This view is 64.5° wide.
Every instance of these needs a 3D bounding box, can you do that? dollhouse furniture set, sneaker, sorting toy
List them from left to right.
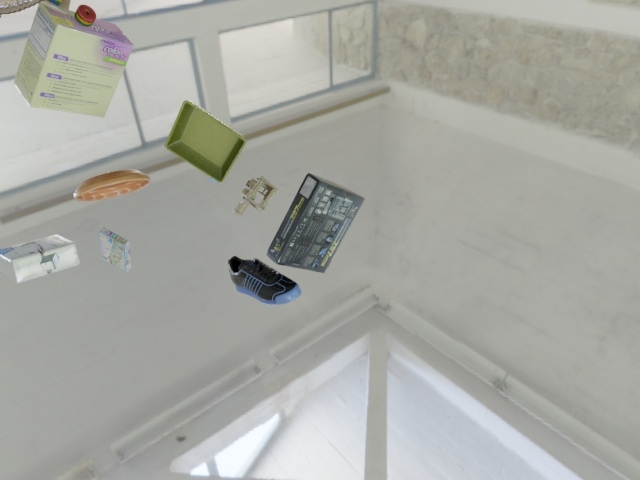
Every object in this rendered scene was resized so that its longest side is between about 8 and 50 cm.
[{"bbox_3d":[-0.666,-0.635,1.207,0.274,0.046,0.132,18,-119,-39],"label":"sorting toy"},{"bbox_3d":[-0.281,-0.158,2.089,0.182,0.101,0.161,-56,-157,-14],"label":"dollhouse furniture set"},{"bbox_3d":[-0.150,0.095,1.276,0.232,0.091,0.081,7,-143,40],"label":"sneaker"}]

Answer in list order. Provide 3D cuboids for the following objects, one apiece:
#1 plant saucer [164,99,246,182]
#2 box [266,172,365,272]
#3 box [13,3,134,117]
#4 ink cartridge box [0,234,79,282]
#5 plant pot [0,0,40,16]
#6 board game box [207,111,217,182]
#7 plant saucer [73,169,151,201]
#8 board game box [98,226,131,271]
[{"bbox_3d":[-0.307,-0.272,1.377,0.188,0.188,0.045,33,-135,-11],"label":"plant saucer"},{"bbox_3d":[-0.010,-0.037,1.278,0.183,0.233,0.059,14,-161,-47],"label":"box"},{"bbox_3d":[-0.666,-0.477,1.371,0.117,0.243,0.213,49,-151,22],"label":"box"},{"bbox_3d":[-0.881,0.054,1.581,0.139,0.082,0.190,15,-154,37],"label":"ink cartridge box"},{"bbox_3d":[-0.432,-0.430,0.722,0.109,0.238,0.237,2,-149,-27],"label":"plant pot"},{"bbox_3d":[-0.415,-0.350,1.914,0.039,0.212,0.160,4,-127,26],"label":"board game box"},{"bbox_3d":[-0.563,-0.151,1.369,0.199,0.037,0.200,-17,-179,0],"label":"plant saucer"},{"bbox_3d":[-0.701,0.033,1.731,0.103,0.154,0.026,27,-132,5],"label":"board game box"}]
